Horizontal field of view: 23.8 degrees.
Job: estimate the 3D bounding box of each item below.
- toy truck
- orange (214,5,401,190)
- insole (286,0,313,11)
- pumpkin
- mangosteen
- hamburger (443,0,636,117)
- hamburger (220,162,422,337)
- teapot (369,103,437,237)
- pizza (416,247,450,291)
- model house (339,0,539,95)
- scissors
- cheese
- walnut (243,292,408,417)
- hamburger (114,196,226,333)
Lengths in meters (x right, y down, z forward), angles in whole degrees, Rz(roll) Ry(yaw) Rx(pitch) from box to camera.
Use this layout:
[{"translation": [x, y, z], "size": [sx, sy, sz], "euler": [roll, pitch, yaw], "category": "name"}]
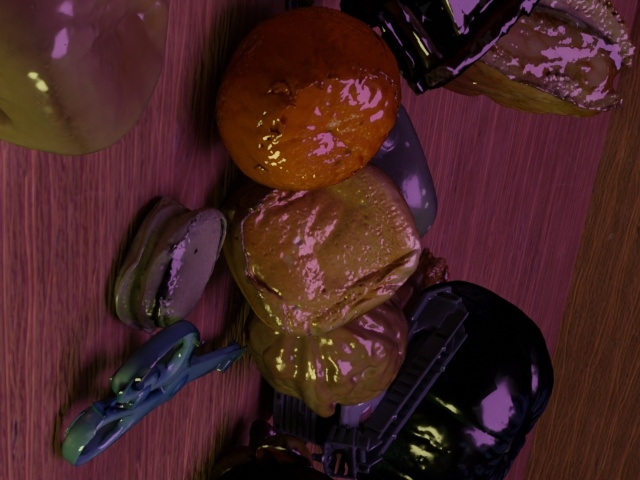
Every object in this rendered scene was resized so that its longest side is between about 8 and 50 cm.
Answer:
[{"translation": [0.060, 0.168, 2.032], "size": [0.338, 0.184, 0.133], "euler": [-51, 153, -45], "category": "toy truck"}, {"translation": [-0.015, -0.143, 1.522], "size": [0.193, 0.161, 0.193], "euler": [-21, 139, -20], "category": "orange"}, {"translation": [-0.023, -0.242, 1.656], "size": [0.065, 0.006, 0.193], "euler": [-47, 151, -49], "category": "insole"}, {"translation": [0.195, 0.246, 2.339], "size": [0.363, 0.266, 0.363], "euler": [-46, 153, -32], "category": "pumpkin"}, {"translation": [-0.057, 0.351, 1.881], "size": [0.228, 0.228, 0.265], "euler": [52, 25, -69], "category": "mangosteen"}, {"translation": [0.233, -0.276, 2.031], "size": [0.209, 0.330, 0.162], "euler": [4, -101, 66], "category": "hamburger"}, {"translation": [0.001, 0.001, 1.644], "size": [0.108, 0.214, 0.213], "euler": [21, -89, 67], "category": "hamburger"}, {"translation": [0.059, -0.079, 1.816], "size": [0.294, 0.129, 0.193], "euler": [77, -5, -71], "category": "teapot"}, {"translation": [0.172, 0.083, 2.485], "size": [0.175, 0.046, 0.134], "euler": [-36, 142, -59], "category": "pizza"}, {"translation": [0.096, -0.376, 1.611], "size": [0.317, 0.297, 0.282], "euler": [-42, 128, -14], "category": "model house"}, {"translation": [-0.154, 0.139, 1.583], "size": [0.180, 0.032, 0.393], "euler": [-48, 171, 14], "category": "scissors"}, {"translation": [-0.183, -0.172, 1.101], "size": [0.235, 0.117, 0.218], "euler": [36, 73, -74], "category": "cheese"}, {"translation": [0.009, 0.110, 1.817], "size": [0.245, 0.198, 0.198], "euler": [72, 41, -68], "category": "walnut"}, {"translation": [-0.147, 0.026, 1.493], "size": [0.133, 0.062, 0.140], "euler": [33, 76, -73], "category": "hamburger"}]
